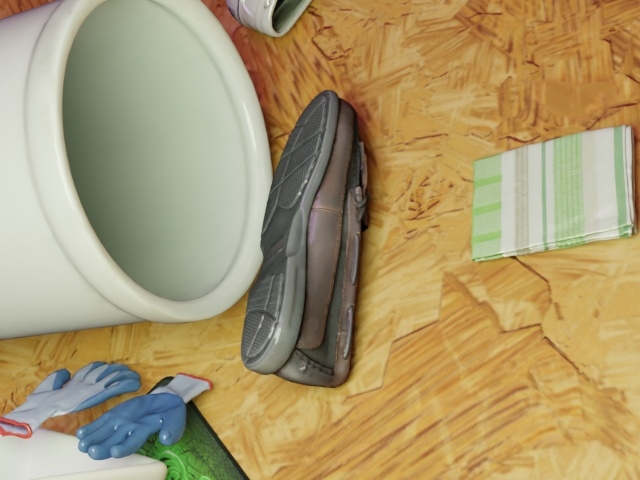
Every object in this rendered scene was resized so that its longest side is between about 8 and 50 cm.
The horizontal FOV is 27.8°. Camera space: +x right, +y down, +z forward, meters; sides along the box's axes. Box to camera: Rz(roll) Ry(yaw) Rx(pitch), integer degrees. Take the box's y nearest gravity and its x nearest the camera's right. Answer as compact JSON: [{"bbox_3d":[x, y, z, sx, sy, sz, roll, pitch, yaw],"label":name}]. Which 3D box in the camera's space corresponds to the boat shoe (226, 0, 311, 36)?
[{"bbox_3d":[0.003,-0.333,1.415,0.084,0.095,0.258,36,96,37],"label":"boat shoe"}]

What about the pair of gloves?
[{"bbox_3d":[-0.199,0.159,1.220,0.198,0.023,0.159,8,24,33],"label":"pair of gloves"}]

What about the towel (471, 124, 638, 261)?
[{"bbox_3d":[0.206,-0.040,1.150,0.152,0.023,0.113,-12,55,29],"label":"towel"}]

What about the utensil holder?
[{"bbox_3d":[-0.292,-0.061,1.286,0.386,0.327,0.327,-9,59,32],"label":"utensil holder"}]

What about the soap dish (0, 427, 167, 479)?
[{"bbox_3d":[-0.296,0.244,1.136,0.229,0.291,0.118,7,91,38],"label":"soap dish"}]

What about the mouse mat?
[{"bbox_3d":[-0.154,0.233,1.226,0.152,0.007,0.189,-45,50,1],"label":"mouse mat"}]

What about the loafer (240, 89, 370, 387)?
[{"bbox_3d":[0.000,0.000,1.227,0.109,0.095,0.302,-34,37,52],"label":"loafer"}]
